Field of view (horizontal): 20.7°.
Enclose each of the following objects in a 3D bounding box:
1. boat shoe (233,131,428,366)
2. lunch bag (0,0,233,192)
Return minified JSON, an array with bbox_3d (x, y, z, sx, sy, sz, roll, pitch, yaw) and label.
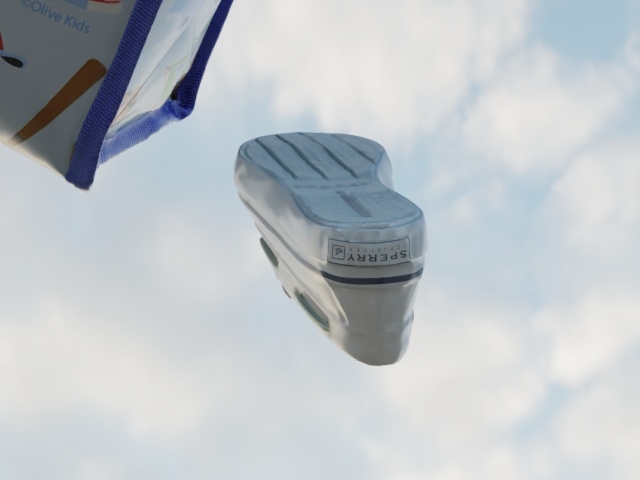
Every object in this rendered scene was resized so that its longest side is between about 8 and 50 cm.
[{"bbox_3d":[0.000,0.000,0.874,0.083,0.226,0.076,-1,-75,-6],"label":"boat shoe"},{"bbox_3d":[-0.174,-0.275,0.994,0.327,0.239,0.385,28,-65,3],"label":"lunch bag"}]
